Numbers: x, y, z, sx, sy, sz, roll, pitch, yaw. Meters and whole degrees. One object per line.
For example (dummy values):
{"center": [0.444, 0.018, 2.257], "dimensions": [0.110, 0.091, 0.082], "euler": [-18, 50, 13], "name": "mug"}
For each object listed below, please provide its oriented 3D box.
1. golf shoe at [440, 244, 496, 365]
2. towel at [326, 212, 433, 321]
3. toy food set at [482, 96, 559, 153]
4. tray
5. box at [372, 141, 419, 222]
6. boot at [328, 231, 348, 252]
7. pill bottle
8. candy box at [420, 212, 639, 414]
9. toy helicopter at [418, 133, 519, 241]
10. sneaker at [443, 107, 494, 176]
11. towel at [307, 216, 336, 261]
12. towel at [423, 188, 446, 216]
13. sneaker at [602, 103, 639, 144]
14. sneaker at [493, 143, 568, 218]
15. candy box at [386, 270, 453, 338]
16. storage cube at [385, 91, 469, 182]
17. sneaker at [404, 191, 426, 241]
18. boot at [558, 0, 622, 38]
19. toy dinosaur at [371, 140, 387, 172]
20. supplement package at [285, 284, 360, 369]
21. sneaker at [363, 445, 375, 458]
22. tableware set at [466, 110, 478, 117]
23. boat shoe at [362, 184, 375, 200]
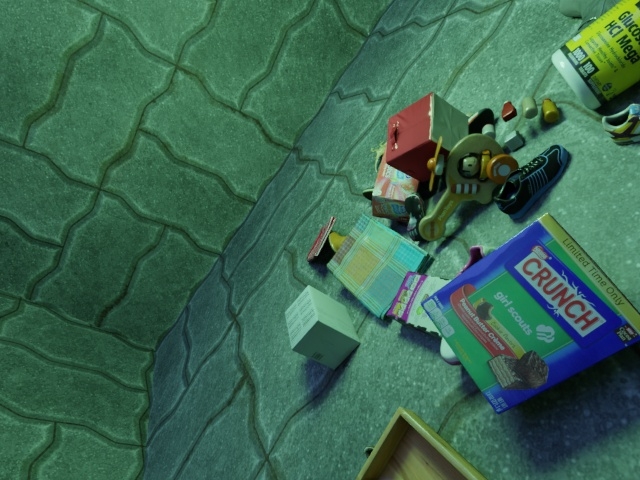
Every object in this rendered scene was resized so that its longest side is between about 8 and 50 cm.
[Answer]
{"center": [0.357, 0.150, 1.016], "dimensions": [0.306, 0.140, 0.115], "euler": [-62, 27, -6], "name": "golf shoe"}
{"center": [0.187, 0.080, 1.472], "dimensions": [0.271, 0.040, 0.370], "euler": [-56, 41, 5], "name": "towel"}
{"center": [0.591, -0.362, 1.282], "dimensions": [0.232, 0.111, 0.105], "euler": [-36, 21, 39], "name": "toy food set"}
{"center": [0.258, 0.548, 0.829], "dimensions": [0.203, 0.076, 0.411], "euler": [-58, 36, -1], "name": "tray"}
{"center": [0.297, -0.234, 1.551], "dimensions": [0.142, 0.154, 0.300], "euler": [78, -154, -60], "name": "box"}
{"center": [0.155, -0.001, 1.673], "dimensions": [0.211, 0.104, 0.295], "euler": [-45, 33, 14], "name": "boot"}
{"center": [0.771, -0.496, 1.015], "dimensions": [0.334, 0.188, 0.188], "euler": [-38, 32, 36], "name": "pill bottle"}
{"center": [0.415, 0.147, 0.843], "dimensions": [0.317, 0.122, 0.268], "euler": [-42, 68, 23], "name": "candy box"}
{"center": [0.399, -0.158, 1.265], "dimensions": [0.355, 0.235, 0.140], "euler": [-60, 4, 21], "name": "toy helicopter"}
{"center": [0.482, -0.356, 1.481], "dimensions": [0.270, 0.090, 0.145], "euler": [-57, 28, 8], "name": "sneaker"}
{"center": [0.000, 0.000, 1.896], "dimensions": [0.199, 0.031, 0.275], "euler": [-64, 4, -11], "name": "towel"}
{"center": [0.396, -0.114, 1.439], "dimensions": [0.148, 0.027, 0.110], "euler": [-30, 38, 44], "name": "towel"}
{"center": [0.743, -0.276, 0.940], "dimensions": [0.185, 0.084, 0.070], "euler": [-15, 48, 55], "name": "sneaker"}
{"center": [0.566, -0.172, 1.128], "dimensions": [0.232, 0.090, 0.081], "euler": [-55, 26, 6], "name": "sneaker"}
{"center": [0.314, 0.186, 1.200], "dimensions": [0.159, 0.071, 0.233], "euler": [-62, 25, -9], "name": "candy box"}
{"center": [0.350, -0.329, 1.369], "dimensions": [0.193, 0.215, 0.184], "euler": [-20, 57, 51], "name": "storage cube"}
{"center": [0.330, -0.082, 1.392], "dimensions": [0.072, 0.178, 0.077], "euler": [3, 32, 26], "name": "sneaker"}
{"center": [0.793, -0.650, 1.243], "dimensions": [0.223, 0.118, 0.338], "euler": [-58, 21, 12], "name": "boot"}
{"center": [0.275, -0.409, 1.949], "dimensions": [0.183, 0.053, 0.092], "euler": [-59, 27, -2], "name": "toy dinosaur"}
{"center": [0.001, 0.305, 1.476], "dimensions": [0.149, 0.194, 0.203], "euler": [-49, 26, 15], "name": "supplement package"}
{"center": [0.164, 0.583, 1.023], "dimensions": [0.066, 0.071, 0.188], "euler": [-58, 25, 0], "name": "sneaker"}
{"center": [0.489, -0.413, 1.520], "dimensions": [0.141, 0.020, 0.168], "euler": [-37, 0, -4], "name": "tableware set"}
{"center": [0.268, -0.209, 1.718], "dimensions": [0.223, 0.080, 0.073], "euler": [0, 55, 54], "name": "boat shoe"}
